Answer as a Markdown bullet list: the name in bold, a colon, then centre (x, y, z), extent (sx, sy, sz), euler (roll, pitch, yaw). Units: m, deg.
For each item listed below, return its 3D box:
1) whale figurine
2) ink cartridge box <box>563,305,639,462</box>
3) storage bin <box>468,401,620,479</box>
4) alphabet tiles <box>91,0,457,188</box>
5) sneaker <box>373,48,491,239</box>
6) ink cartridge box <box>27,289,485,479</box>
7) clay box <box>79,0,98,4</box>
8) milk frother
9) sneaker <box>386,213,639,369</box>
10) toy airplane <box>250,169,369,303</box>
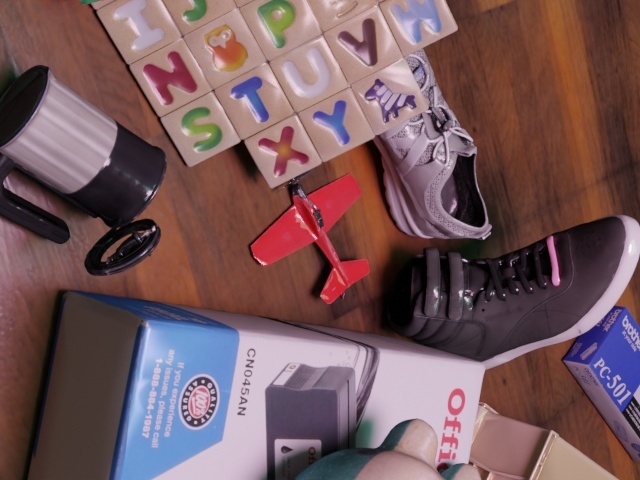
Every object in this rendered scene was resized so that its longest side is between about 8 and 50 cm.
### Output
- **whale figurine**: centre (0.052, 0.256, 1.030), extent (0.272, 0.141, 0.216), euler (-2, 98, -61)
- **ink cartridge box**: centre (0.392, 0.185, 1.513), extent (0.097, 0.046, 0.207), euler (-52, 121, -22)
- **storage bin**: centre (0.249, 0.369, 1.380), extent (0.262, 0.123, 0.260), euler (37, 74, -33)
- **alphabet tiles**: centre (-0.049, -0.223, 1.066), extent (0.285, 0.011, 0.342), euler (-26, 114, 7)
- **sneaker**: centre (0.110, -0.118, 1.206), extent (0.105, 0.115, 0.281), euler (-46, 130, -26)
- **ink cartridge box**: centre (-0.056, 0.219, 1.111), extent (0.395, 0.166, 0.285), euler (11, 89, -37)
- **clay box**: centre (-0.115, -0.289, 0.994), extent (0.222, 0.053, 0.127), euler (-16, 115, 3)
- **milk frother**: centre (-0.201, -0.053, 0.991), extent (0.135, 0.143, 0.129), euler (35, 81, -36)
- **sneaker**: centre (0.181, 0.046, 1.215), extent (0.147, 0.296, 0.104), euler (20, 53, -28)
- **toy airplane**: centre (0.000, 0.000, 1.216), extent (0.151, 0.028, 0.151), euler (-4, 96, -37)
